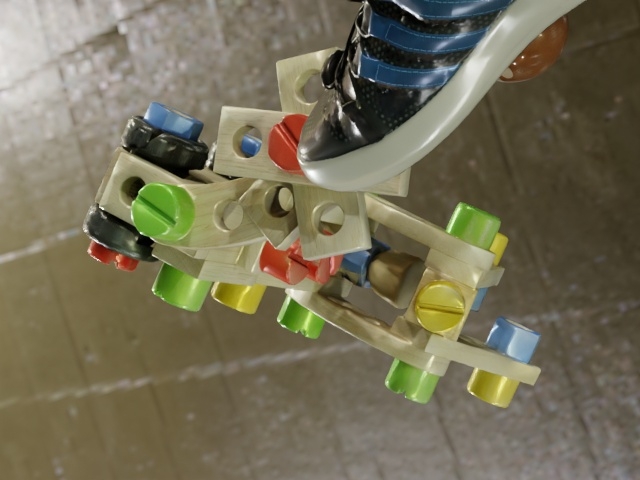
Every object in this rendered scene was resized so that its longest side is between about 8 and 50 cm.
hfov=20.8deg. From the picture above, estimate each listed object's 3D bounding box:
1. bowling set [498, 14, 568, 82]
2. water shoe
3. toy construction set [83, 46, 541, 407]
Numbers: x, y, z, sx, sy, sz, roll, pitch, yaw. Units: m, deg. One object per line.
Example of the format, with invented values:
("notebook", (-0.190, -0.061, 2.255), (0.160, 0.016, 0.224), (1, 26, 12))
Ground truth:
("bowling set", (0.061, -0.156, 0.759), (0.287, 0.154, 0.200), (-140, 48, -56))
("water shoe", (0.039, -0.096, 0.599), (0.080, 0.073, 0.203), (33, 132, -17))
("toy construction set", (0.000, 0.000, 0.983), (0.215, 0.151, 0.328), (27, 172, 24))
